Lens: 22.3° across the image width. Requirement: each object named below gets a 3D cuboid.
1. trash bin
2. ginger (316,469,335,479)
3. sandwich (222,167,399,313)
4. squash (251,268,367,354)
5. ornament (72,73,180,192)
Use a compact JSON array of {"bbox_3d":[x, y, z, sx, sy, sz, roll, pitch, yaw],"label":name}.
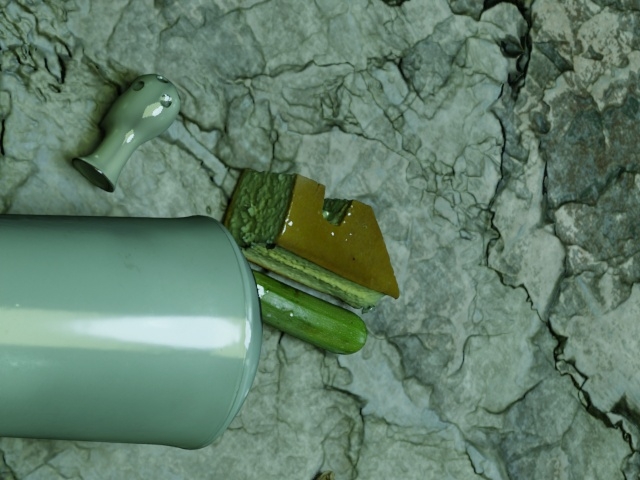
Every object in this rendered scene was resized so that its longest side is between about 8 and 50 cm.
[{"bbox_3d":[-0.277,0.099,1.863,0.432,0.280,0.280,4,89,-31],"label":"trash bin"},{"bbox_3d":[0.042,0.448,2.179,0.219,0.123,0.270,2,90,-32],"label":"ginger"},{"bbox_3d":[0.000,0.000,2.141,0.236,0.122,0.128,26,74,-35],"label":"sandwich"},{"bbox_3d":[-0.029,0.096,2.158,0.229,0.066,0.066,26,77,-31],"label":"squash"},{"bbox_3d":[-0.237,-0.139,2.005,0.156,0.081,0.075,-55,152,-17],"label":"ornament"}]
